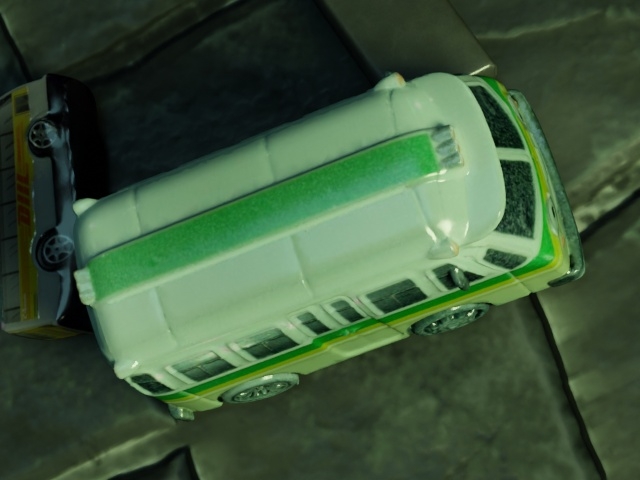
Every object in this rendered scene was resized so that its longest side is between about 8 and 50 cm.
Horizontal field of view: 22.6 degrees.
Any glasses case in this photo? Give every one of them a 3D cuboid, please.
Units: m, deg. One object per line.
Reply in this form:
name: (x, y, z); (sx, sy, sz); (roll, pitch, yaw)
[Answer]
glasses case: (0.034, -0.161, 1.029); (0.072, 0.042, 0.190); (-34, 69, 2)

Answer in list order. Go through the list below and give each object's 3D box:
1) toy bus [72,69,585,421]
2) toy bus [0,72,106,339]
toy bus: (0.000, 0.000, 0.939); (0.276, 0.165, 0.133); (-22, 73, 14)
toy bus: (-0.180, -0.021, 1.065); (0.072, 0.057, 0.172); (-14, 74, 25)
